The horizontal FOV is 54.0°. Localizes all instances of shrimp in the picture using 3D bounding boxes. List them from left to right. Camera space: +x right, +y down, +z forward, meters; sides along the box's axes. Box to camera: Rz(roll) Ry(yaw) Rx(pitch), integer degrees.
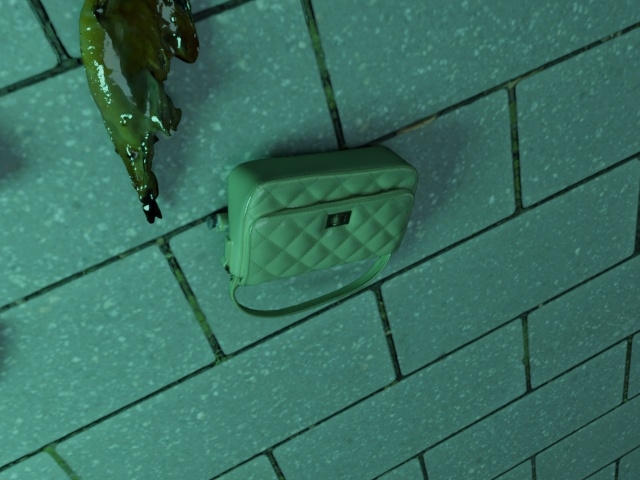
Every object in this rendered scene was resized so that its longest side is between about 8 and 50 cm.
[{"bbox_3d":[-0.163,-0.131,0.639,0.117,0.066,0.262,-19,128,-15],"label":"shrimp"}]

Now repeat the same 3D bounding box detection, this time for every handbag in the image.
[{"bbox_3d":[0.000,0.000,0.783,0.256,0.079,0.219,-11,125,-26],"label":"handbag"}]

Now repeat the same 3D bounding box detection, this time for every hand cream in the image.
[{"bbox_3d":[-0.090,-0.022,0.773,0.102,0.022,0.035,-2,119,-32],"label":"hand cream"}]
